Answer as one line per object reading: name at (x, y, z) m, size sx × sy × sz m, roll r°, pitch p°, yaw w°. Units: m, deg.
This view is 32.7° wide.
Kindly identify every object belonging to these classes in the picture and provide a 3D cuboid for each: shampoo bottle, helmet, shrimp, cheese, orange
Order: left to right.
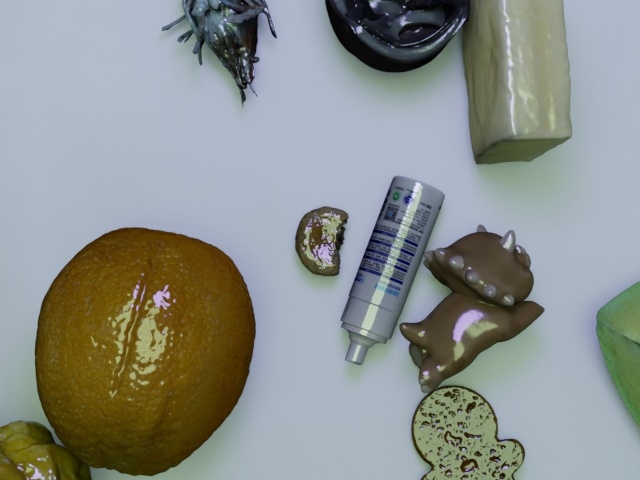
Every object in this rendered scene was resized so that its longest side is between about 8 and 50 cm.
orange at (-0.260, 0.164, 1.617) m, size 0.322 × 0.322 × 0.357 m, roll 11°, pitch 82°, yaw 2°
shrimp at (-0.169, -0.425, 1.753) m, size 0.221 × 0.166 × 0.410 m, roll -19°, pitch 69°, yaw 32°
shampoo bottle at (0.106, 0.053, 1.732) m, size 0.092 × 0.092 × 0.303 m, roll 20°, pitch 86°, yaw 2°
helmet at (0.113, -0.404, 1.730) m, size 0.225 × 0.177 × 0.305 m, roll -4°, pitch 78°, yaw -5°
cheese at (0.297, -0.266, 1.681) m, size 0.124 × 0.242 × 0.265 m, roll -3°, pitch 85°, yaw -9°

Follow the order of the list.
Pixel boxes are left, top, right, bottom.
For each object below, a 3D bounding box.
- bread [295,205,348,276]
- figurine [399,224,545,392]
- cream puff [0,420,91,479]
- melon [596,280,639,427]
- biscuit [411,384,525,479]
bread at (0.000, 0.000, 1.754) m, size 0.082 × 0.060 × 0.113 m, roll 13°, pitch 83°, yaw 1°
figurine at (0.216, 0.085, 1.685) m, size 0.247 × 0.177 × 0.173 m, roll -31°, pitch 104°, yaw 5°
cream puff at (-0.449, 0.397, 1.599) m, size 0.257 × 0.324 × 0.291 m, roll -23°, pitch 53°, yaw -28°
melon at (0.641, 0.164, 1.662) m, size 0.343 × 0.226 × 0.331 m, roll -26°, pitch 73°, yaw -15°
biscuit at (0.232, 0.344, 1.731) m, size 0.180 × 0.039 × 0.236 m, roll -21°, pitch 84°, yaw 1°
